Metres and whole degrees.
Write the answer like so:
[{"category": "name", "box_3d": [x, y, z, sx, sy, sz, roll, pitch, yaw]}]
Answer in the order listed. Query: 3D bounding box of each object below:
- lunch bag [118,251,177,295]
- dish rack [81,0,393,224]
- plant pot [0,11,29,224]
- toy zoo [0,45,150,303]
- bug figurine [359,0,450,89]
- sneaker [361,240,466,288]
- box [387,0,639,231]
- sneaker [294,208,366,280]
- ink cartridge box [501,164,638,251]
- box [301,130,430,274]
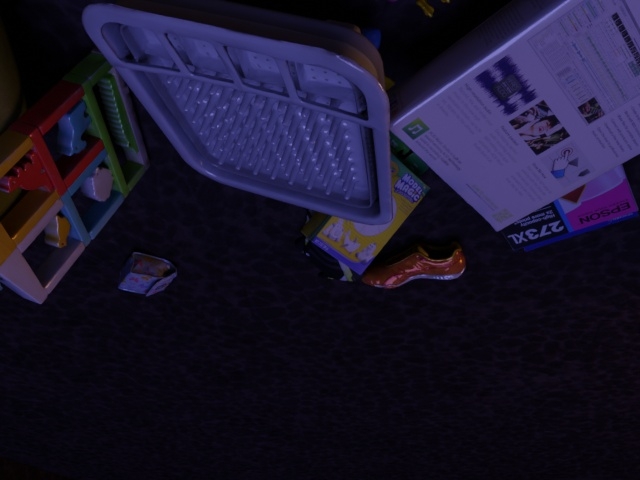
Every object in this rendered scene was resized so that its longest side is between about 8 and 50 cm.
[{"category": "lunch bag", "box_3d": [-0.302, 0.063, 1.015, 0.083, 0.053, 0.071, 16, 143, -31]}, {"category": "dish rack", "box_3d": [-0.053, -0.134, 0.610, 0.286, 0.072, 0.333, 16, 162, 14]}, {"category": "plant pot", "box_3d": [-0.424, -0.183, 0.563, 0.275, 0.274, 0.293, 12, 126, -12]}, {"category": "toy zoo", "box_3d": [-0.301, -0.060, 0.662, 0.030, 0.293, 0.192, 18, 144, 11]}, {"category": "bug figurine", "box_3d": [0.001, -0.266, 0.548, 0.216, 0.072, 0.279, -31, 127, 28]}, {"category": "sneaker", "box_3d": [0.148, 0.034, 0.954, 0.175, 0.064, 0.067, -13, 120, 12]}, {"category": "box", "box_3d": [0.258, -0.156, 0.589, 0.322, 0.058, 0.232, -32, 132, 29]}, {"category": "sneaker", "box_3d": [0.000, 0.000, 0.886, 0.097, 0.084, 0.234, -7, 141, 18]}, {"category": "ink cartridge box", "box_3d": [0.303, -0.087, 0.773, 0.176, 0.069, 0.371, -21, 139, 27]}, {"category": "box", "box_3d": [0.070, -0.051, 0.782, 0.105, 0.043, 0.179, 34, 94, -35]}]
